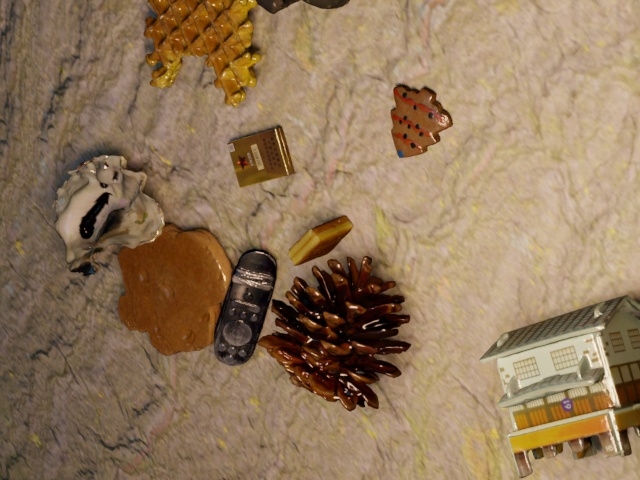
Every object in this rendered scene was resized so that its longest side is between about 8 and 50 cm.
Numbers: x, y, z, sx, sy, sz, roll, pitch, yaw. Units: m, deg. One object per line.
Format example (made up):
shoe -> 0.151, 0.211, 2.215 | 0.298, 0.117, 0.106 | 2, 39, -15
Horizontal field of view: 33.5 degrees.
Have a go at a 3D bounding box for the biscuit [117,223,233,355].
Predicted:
biscuit -> -0.302, 0.104, 2.196 | 0.376, 0.051, 0.269 | -28, 84, 42

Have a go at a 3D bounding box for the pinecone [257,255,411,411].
pinecone -> 0.033, 0.150, 1.799 | 0.264, 0.264, 0.264 | 15, 114, 37

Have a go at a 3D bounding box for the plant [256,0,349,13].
plant -> -0.055, -0.452, 1.703 | 0.256, 0.164, 0.142 | 27, 129, 14

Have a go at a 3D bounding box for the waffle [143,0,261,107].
waffle -> -0.215, -0.386, 1.944 | 0.293, 0.069, 0.259 | 21, 116, 37

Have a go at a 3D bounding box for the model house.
model house -> 0.381, 0.211, 1.546 | 0.224, 0.198, 0.215 | -26, 75, 44

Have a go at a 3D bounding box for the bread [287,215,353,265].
bread -> 0.000, 0.000, 1.872 | 0.035, 0.094, 0.090 | 56, 134, 12

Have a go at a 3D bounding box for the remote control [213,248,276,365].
remote control -> -0.145, 0.123, 2.064 | 0.090, 0.066, 0.266 | 14, 118, -9

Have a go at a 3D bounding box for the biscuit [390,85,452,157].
biscuit -> 0.153, -0.186, 1.724 | 0.119, 0.019, 0.130 | 36, 126, 26

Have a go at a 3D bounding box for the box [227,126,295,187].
box -> -0.110, -0.152, 1.962 | 0.133, 0.023, 0.090 | -12, 95, 43

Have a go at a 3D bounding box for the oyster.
oyster -> -0.457, -0.040, 2.220 | 0.351, 0.115, 0.238 | -43, 58, 42
